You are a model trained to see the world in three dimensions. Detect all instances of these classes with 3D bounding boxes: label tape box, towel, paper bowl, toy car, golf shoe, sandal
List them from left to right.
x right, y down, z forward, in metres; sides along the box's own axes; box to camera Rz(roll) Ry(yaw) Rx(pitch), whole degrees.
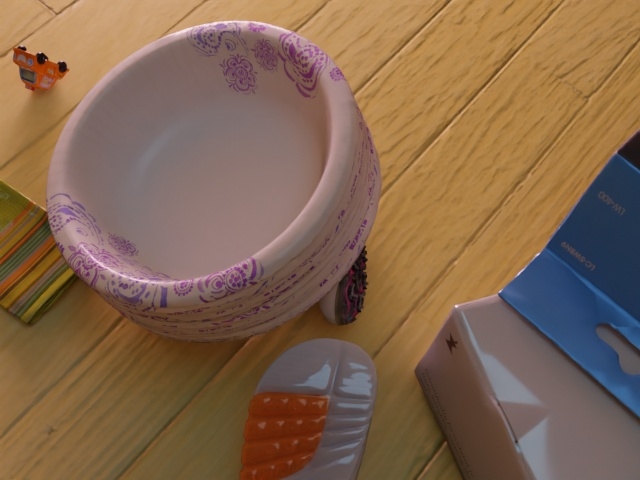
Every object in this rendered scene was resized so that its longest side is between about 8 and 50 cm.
[{"bbox_3d":[-0.332,-0.022,0.941,0.237,0.021,0.102,34,62,9],"label":"towel"},{"bbox_3d":[-0.256,-0.159,1.007,0.122,0.060,0.040,22,93,10],"label":"toy car"},{"bbox_3d":[-0.086,-0.044,0.888,0.284,0.148,0.284,-8,61,15],"label":"paper bowl"},{"bbox_3d":[-0.024,0.212,0.843,0.102,0.076,0.265,15,82,9],"label":"sandal"},{"bbox_3d":[0.000,0.000,0.963,0.086,0.067,0.186,-11,60,13],"label":"golf shoe"},{"bbox_3d":[0.350,0.000,0.815,0.240,0.106,0.334,42,63,17],"label":"label tape box"}]

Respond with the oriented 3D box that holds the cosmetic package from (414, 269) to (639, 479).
[{"bbox_3d":[0.306,0.127,0.888,0.385,0.156,0.217,-15,66,-14],"label":"cosmetic package"}]
